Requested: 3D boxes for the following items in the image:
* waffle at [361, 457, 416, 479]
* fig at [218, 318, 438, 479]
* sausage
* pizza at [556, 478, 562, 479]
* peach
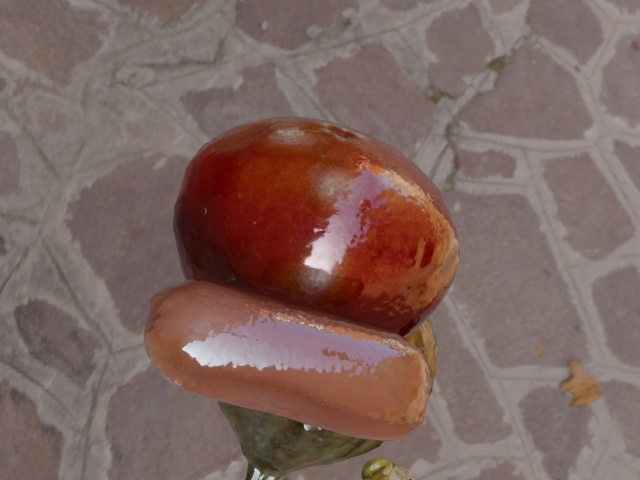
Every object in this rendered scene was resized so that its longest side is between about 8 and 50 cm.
[{"bbox_3d":[0.151,0.407,1.115,0.062,0.329,0.329,-42,86,8],"label":"waffle"},{"bbox_3d":[-0.024,0.202,1.025,0.286,0.286,0.368,20,77,-14],"label":"fig"},{"bbox_3d":[-0.020,0.077,0.563,0.194,0.077,0.077,16,62,-11],"label":"sausage"},{"bbox_3d":[0.227,0.310,0.937,0.147,0.226,0.069,-30,82,-3],"label":"pizza"},{"bbox_3d":[0.000,0.000,0.729,0.244,0.243,0.199,7,105,-20],"label":"peach"}]
